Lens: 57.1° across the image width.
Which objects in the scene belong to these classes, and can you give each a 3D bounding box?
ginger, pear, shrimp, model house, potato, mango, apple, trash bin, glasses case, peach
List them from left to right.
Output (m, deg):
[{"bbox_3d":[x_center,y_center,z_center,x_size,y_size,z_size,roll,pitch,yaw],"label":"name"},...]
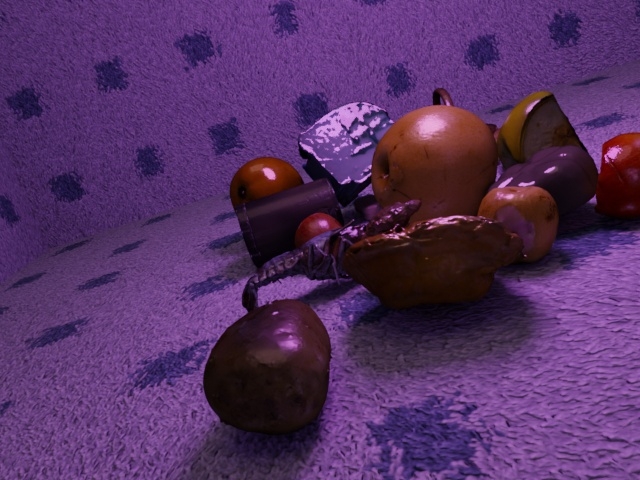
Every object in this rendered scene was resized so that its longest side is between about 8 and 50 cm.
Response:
[{"bbox_3d":[-0.165,-0.151,2.083,0.264,0.221,0.378,-43,-29,12],"label":"mango"},{"bbox_3d":[-0.079,0.206,0.998,0.210,0.173,0.307,-16,14,14],"label":"potato"},{"bbox_3d":[-0.091,-0.062,1.834,0.301,0.203,0.252,-19,23,-1],"label":"trash bin"},{"bbox_3d":[-0.001,0.062,1.436,0.410,0.166,0.221,-14,-11,-2],"label":"shrimp"},{"bbox_3d":[0.000,0.000,1.655,0.146,0.146,0.131,-23,40,-17],"label":"apple"},{"bbox_3d":[0.094,-0.273,2.003,0.295,0.252,0.329,-42,-11,-14],"label":"model house"},{"bbox_3d":[0.168,-0.115,2.005,0.083,0.050,0.196,-22,16,-3],"label":"glasses case"},{"bbox_3d":[0.144,-0.017,1.253,0.122,0.084,0.290,-36,-9,-8],"label":"ginger"},{"bbox_3d":[0.307,-0.192,1.587,0.348,0.349,0.348,-17,16,5],"label":"pear"},{"bbox_3d":[0.421,-0.032,1.260,0.177,0.178,0.178,-17,16,5],"label":"pear"},{"bbox_3d":[0.601,-0.269,1.693,0.176,0.286,0.282,-37,16,3],"label":"pear"},{"bbox_3d":[0.678,-0.140,1.302,0.192,0.190,0.190,-22,16,2],"label":"peach"}]

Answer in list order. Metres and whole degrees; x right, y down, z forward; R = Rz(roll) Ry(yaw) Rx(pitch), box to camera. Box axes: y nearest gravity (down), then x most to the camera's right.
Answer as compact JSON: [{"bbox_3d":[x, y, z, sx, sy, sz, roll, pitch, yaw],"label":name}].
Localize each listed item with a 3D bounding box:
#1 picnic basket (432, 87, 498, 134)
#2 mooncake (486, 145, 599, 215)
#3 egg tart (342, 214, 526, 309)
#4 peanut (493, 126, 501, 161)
[{"bbox_3d":[0.469,-0.401,2.150,0.337,0.337,0.293,-17,16,5],"label":"picnic basket"},{"bbox_3d":[0.530,-0.127,1.423,0.275,0.135,0.275,-31,7,4],"label":"mooncake"},{"bbox_3d":[0.218,0.054,1.165,0.351,0.153,0.339,-7,-9,8],"label":"egg tart"},{"bbox_3d":[0.699,-0.337,2.004,0.291,0.143,0.159,-18,7,-17],"label":"peanut"}]
